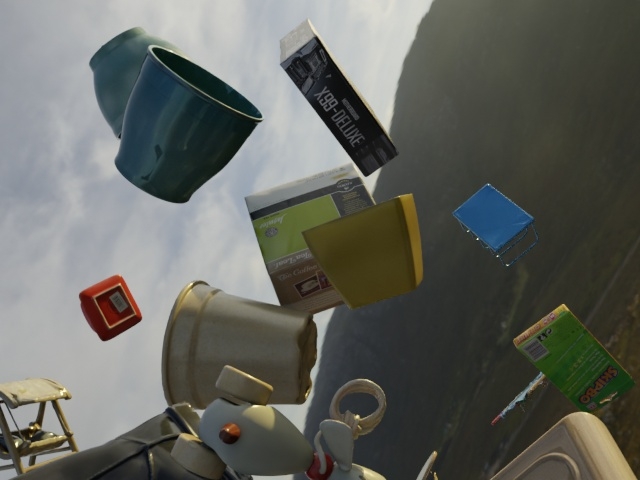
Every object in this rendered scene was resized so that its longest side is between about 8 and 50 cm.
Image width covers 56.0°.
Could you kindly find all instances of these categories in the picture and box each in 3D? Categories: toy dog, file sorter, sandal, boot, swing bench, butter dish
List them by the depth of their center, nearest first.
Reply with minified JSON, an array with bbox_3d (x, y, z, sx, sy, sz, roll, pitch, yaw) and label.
[{"bbox_3d":[-0.042,0.303,0.852,0.161,0.334,0.220,150,127,-78],"label":"toy dog"},{"bbox_3d":[-0.326,0.450,0.875,0.445,0.367,0.146,-16,-60,-35],"label":"boot"},{"bbox_3d":[0.230,0.595,1.336,0.240,0.079,0.088,-52,-14,-30],"label":"sandal"},{"bbox_3d":[0.440,-0.034,1.500,0.118,0.170,0.104,-41,-45,2],"label":"file sorter"},{"bbox_3d":[-0.807,0.499,1.637,0.253,0.165,0.254,37,-138,-77],"label":"swing bench"},{"bbox_3d":[-0.629,0.203,1.748,0.118,0.160,0.160,-22,7,37],"label":"butter dish"}]

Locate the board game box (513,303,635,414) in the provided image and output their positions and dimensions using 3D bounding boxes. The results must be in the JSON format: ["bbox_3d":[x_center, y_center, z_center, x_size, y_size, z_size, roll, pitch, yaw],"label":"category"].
[{"bbox_3d":[0.519,0.249,1.221,0.124,0.259,0.039,-41,19,16],"label":"board game box"}]

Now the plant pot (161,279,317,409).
[{"bbox_3d":[-0.175,0.274,1.473,0.334,0.306,0.333,4,-90,-79],"label":"plant pot"}]

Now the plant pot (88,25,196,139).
[{"bbox_3d":[-0.474,-0.429,1.577,0.293,0.196,0.293,-34,11,8],"label":"plant pot"}]

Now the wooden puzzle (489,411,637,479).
[{"bbox_3d":[0.292,0.439,0.796,0.348,0.080,0.322,-45,15,19],"label":"wooden puzzle"}]

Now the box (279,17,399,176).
[{"bbox_3d":[0.025,-0.274,1.110,0.077,0.242,0.307,-35,22,12],"label":"box"}]

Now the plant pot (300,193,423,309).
[{"bbox_3d":[0.112,0.026,1.262,0.212,0.212,0.187,-20,-90,-74],"label":"plant pot"}]

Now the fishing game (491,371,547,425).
[{"bbox_3d":[0.517,0.374,1.479,0.189,0.041,0.264,-34,-24,-28],"label":"fishing game"}]

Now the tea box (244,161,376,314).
[{"bbox_3d":[0.000,0.000,1.656,0.323,0.329,0.220,-111,5,-45],"label":"tea box"}]

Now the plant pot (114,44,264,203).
[{"bbox_3d":[-0.302,-0.230,1.286,0.255,0.272,0.272,-55,-7,17],"label":"plant pot"}]
